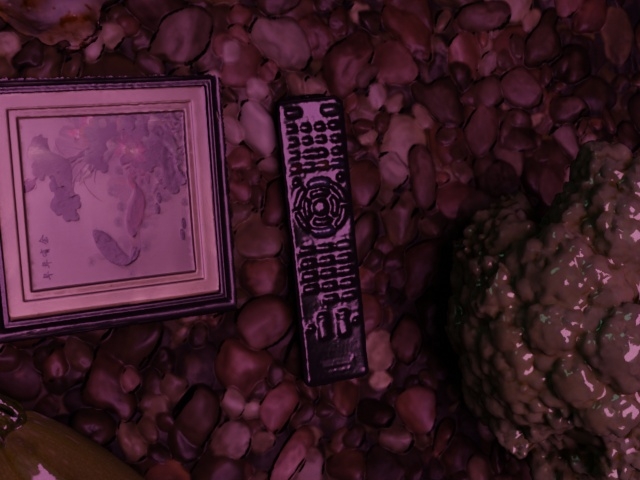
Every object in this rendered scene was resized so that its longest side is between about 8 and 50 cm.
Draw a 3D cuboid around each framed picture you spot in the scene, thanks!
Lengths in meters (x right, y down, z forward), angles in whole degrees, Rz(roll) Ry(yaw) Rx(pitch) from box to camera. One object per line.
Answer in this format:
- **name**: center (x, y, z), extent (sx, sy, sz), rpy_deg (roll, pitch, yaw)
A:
- **framed picture**: center (-0.163, -0.028, 0.765), extent (0.199, 0.010, 0.195), rpy_deg (-6, 96, -26)

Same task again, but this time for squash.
- **squash**: center (-0.154, 0.216, 0.744), extent (0.341, 0.094, 0.094), rpy_deg (42, 75, -25)

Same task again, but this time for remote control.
- **remote control**: center (0.000, 0.000, 0.840), extent (0.063, 0.025, 0.245), rpy_deg (-8, 97, -25)

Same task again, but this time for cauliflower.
- **cauliflower**: center (0.258, 0.071, 0.845), extent (0.281, 0.260, 0.327), rpy_deg (-13, 120, -21)

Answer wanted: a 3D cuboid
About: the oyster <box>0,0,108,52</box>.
- **oyster**: center (-0.205, -0.226, 0.620), extent (0.166, 0.294, 0.094), rpy_deg (-15, 65, -14)
